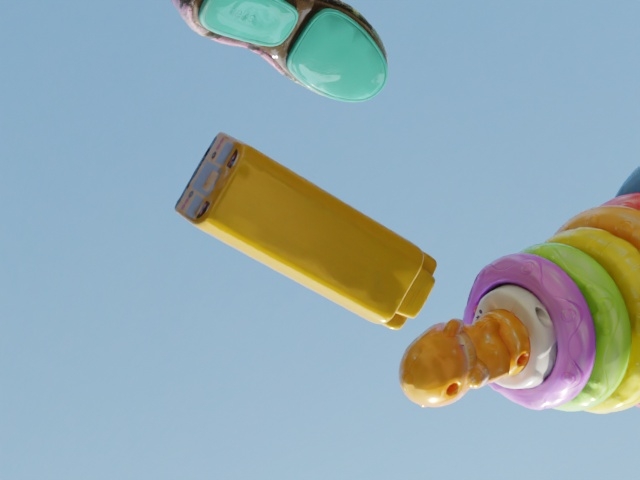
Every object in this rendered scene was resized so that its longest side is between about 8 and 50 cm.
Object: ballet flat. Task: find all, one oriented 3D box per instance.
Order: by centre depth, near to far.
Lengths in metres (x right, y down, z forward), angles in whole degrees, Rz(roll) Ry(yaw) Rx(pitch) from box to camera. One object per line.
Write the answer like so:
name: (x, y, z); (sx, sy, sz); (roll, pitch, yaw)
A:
ballet flat: (-0.032, -0.172, 0.919); (0.221, 0.077, 0.079); (15, -151, -47)

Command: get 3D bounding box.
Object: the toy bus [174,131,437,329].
toy bus: (0.000, 0.000, 1.363); (0.332, 0.130, 0.108); (30, -91, -29)

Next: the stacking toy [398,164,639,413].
stacking toy: (0.163, 0.059, 0.807); (0.302, 0.175, 0.166); (-11, -139, -37)
